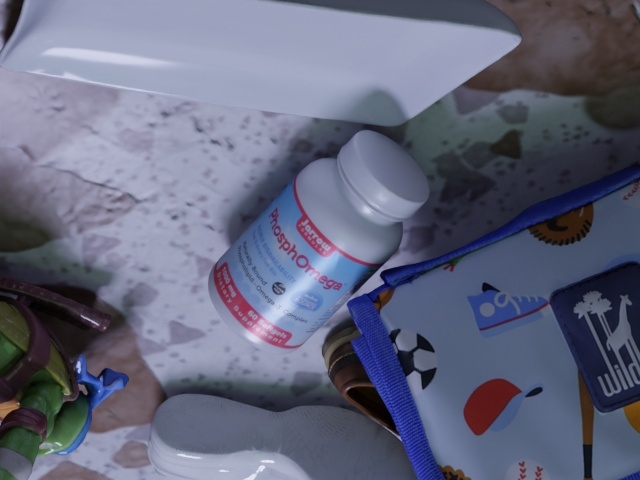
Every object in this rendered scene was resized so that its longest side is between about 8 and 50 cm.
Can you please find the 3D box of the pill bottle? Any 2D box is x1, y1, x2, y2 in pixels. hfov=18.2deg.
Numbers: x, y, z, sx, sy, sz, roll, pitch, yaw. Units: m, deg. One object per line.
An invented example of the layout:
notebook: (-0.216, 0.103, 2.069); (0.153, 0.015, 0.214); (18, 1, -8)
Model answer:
pill bottle: (0.000, 0.000, 1.385); (0.087, 0.087, 0.160); (28, 122, -26)

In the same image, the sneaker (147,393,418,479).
sneaker: (-0.029, 0.176, 1.547); (0.212, 0.080, 0.094); (14, 143, 0)

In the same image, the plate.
plate: (-0.046, -0.130, 1.213); (0.278, 0.045, 0.277); (8, 170, -12)

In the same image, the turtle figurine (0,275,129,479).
turtle figurine: (-0.288, 0.107, 1.376); (0.275, 0.198, 0.266); (-24, 129, 9)

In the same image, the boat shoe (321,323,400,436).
boat shoe: (0.075, 0.130, 1.520); (0.178, 0.060, 0.064); (31, 121, -28)

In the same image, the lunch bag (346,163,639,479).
lunch bag: (0.229, 0.147, 1.402); (0.328, 0.239, 0.385); (-23, 106, -2)
